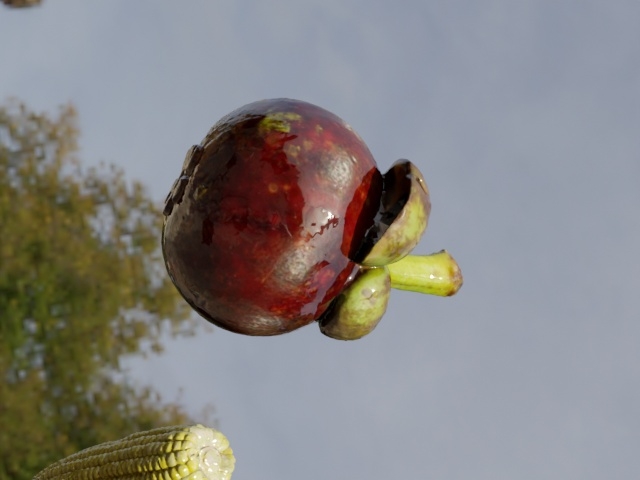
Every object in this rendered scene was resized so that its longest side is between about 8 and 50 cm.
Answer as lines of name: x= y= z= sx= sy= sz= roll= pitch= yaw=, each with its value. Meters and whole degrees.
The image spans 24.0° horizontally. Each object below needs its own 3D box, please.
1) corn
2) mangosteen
corn: x=-0.144 y=0.178 z=1.116 sx=0.165 sy=0.085 sz=0.063 roll=-18 pitch=-78 yaw=26
mangosteen: x=-0.010 y=0.005 z=0.911 sx=0.181 sy=0.146 sz=0.156 roll=46 pitch=-18 yaw=-8
